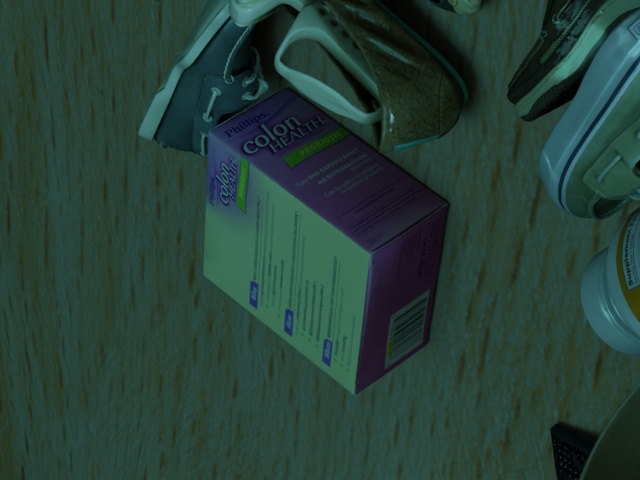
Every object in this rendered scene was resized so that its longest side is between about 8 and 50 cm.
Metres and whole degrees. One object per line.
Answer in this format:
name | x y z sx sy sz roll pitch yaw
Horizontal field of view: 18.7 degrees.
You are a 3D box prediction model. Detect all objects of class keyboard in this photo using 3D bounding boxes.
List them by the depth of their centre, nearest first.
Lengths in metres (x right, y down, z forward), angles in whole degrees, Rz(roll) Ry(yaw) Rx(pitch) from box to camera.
keyboard | 0.284 0.257 1.925 0.192 0.038 0.100 28 138 57

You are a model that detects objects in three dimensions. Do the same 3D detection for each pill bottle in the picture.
pill bottle | 0.323 0.017 1.604 0.136 0.136 0.246 57 148 1

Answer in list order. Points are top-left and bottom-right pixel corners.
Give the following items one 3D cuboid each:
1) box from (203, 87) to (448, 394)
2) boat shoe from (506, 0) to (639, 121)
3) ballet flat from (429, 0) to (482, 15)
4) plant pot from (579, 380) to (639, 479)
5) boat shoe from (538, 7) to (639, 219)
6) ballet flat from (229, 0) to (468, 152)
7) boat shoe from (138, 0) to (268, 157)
box | 0.000 0.000 2.049 0.243 0.117 0.213 36 142 29
boat shoe | 0.227 -0.199 1.601 0.095 0.095 0.257 55 136 9
ballet flat | 0.080 -0.249 1.788 0.173 0.049 0.057 35 142 32
plant pot | 0.376 0.224 1.628 0.191 0.284 0.284 38 153 -19
boat shoe | 0.255 -0.081 1.595 0.094 0.109 0.302 57 165 19
ballet flat | -0.007 -0.215 1.858 0.342 0.124 0.116 50 164 11
boat shoe | -0.100 -0.187 2.062 0.099 0.116 0.319 28 145 -8
